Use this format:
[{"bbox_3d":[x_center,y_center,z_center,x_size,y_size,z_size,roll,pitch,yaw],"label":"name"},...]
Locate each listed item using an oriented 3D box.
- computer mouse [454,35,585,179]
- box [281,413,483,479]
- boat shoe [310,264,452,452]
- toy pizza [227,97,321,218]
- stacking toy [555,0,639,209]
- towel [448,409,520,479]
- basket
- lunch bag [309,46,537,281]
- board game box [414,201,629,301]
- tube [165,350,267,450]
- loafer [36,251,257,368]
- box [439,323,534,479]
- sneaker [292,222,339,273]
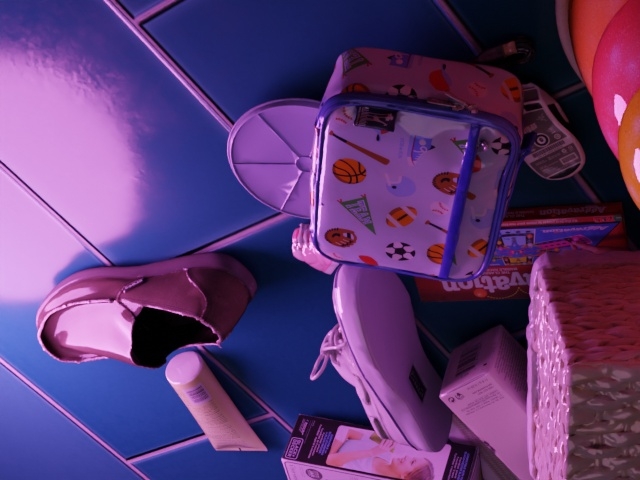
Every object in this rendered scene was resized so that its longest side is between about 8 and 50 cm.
[{"bbox_3d":[0.235,-0.149,1.508,0.106,0.042,0.193,-25,118,29],"label":"computer mouse"},{"bbox_3d":[0.101,0.369,2.012,0.290,0.087,0.169,8,141,20],"label":"box"},{"bbox_3d":[0.059,0.159,1.824,0.156,0.136,0.367,2,141,30],"label":"boat shoe"},{"bbox_3d":[-0.015,-0.104,1.629,0.201,0.032,0.201,7,137,7],"label":"toy pizza"},{"bbox_3d":[0.377,-0.097,1.198,0.350,0.480,0.351,8,137,8],"label":"stacking toy"},{"bbox_3d":[0.282,0.288,1.950,0.285,0.034,0.209,-19,127,32],"label":"towel"},{"bbox_3d":[0.419,0.207,1.567,0.331,0.266,0.328,-1,114,5],"label":"basket"},{"bbox_3d":[0.113,-0.082,1.507,0.243,0.115,0.303,11,141,4],"label":"lunch bag"},{"bbox_3d":[0.252,0.019,1.685,0.281,0.027,0.145,-3,135,19],"label":"board game box"},{"bbox_3d":[-0.166,0.263,2.040,0.070,0.062,0.240,39,163,44],"label":"tube"},{"bbox_3d":[-0.266,0.112,1.851,0.366,0.130,0.134,-17,128,30],"label":"loafer"},{"bbox_3d":[0.291,0.253,1.805,0.094,0.113,0.275,-32,109,34],"label":"box"},{"bbox_3d":[0.000,0.000,1.703,0.070,0.051,0.134,25,156,-4],"label":"sneaker"}]
